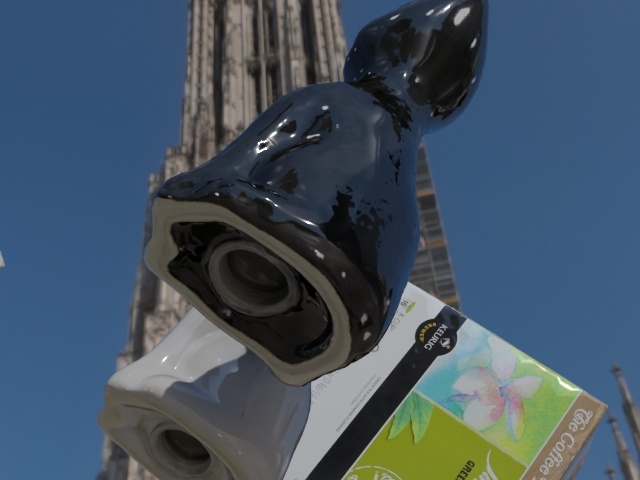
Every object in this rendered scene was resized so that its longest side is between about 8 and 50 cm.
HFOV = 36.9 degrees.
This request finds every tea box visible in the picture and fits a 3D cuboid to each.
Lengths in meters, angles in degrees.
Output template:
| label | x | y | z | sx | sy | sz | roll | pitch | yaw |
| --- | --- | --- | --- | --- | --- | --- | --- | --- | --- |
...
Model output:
| label | x | y | z | sx | sy | sz | roll | pitch | yaw |
| --- | --- | --- | --- | --- | --- | --- | --- | --- | --- |
| tea box | 0.133 | 0.286 | 1.231 | 0.323 | 0.329 | 0.220 | 32 | -25 | 22 |

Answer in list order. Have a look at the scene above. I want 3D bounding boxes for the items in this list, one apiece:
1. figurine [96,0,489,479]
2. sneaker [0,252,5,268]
| label | x | y | z | sx | sy | sz | roll | pitch | yaw |
| --- | --- | --- | --- | --- | --- | --- | --- | --- | --- |
| figurine | 0.000 | 0.000 | 0.452 | 0.092 | 0.209 | 0.215 | 32 | -42 | 5 |
| sneaker | -0.374 | -0.031 | 0.847 | 0.102 | 0.161 | 0.282 | -23 | -6 | -1 |
